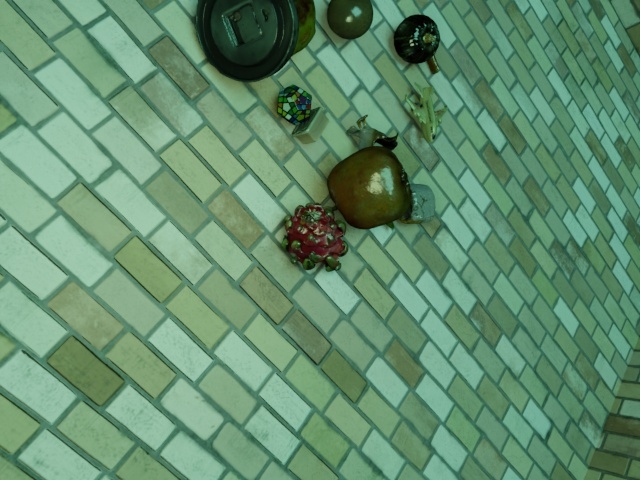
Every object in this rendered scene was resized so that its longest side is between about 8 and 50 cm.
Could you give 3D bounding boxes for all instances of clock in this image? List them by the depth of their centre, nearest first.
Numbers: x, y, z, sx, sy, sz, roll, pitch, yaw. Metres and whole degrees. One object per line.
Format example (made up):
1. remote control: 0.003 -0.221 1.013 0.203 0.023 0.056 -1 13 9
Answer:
1. clock: -0.220 -0.642 1.552 0.324 0.325 0.067 63 27 -9

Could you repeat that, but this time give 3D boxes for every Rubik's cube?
1. Rubik's cube: -0.086 -0.449 1.719 0.133 0.133 0.111 30 94 -25

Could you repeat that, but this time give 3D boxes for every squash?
1. squash: 0.379 -0.791 2.034 0.194 0.156 0.193 -2 99 -12

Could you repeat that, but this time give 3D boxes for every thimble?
1. thimble: 0.357 -0.138 1.945 0.118 0.127 0.151 -3 91 -31

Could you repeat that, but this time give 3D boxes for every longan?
1. longan: 0.107 -0.812 1.857 0.168 0.167 0.187 18 76 -29

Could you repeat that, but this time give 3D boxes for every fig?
1. fig: -0.143 -0.731 1.668 0.240 0.239 0.271 -34 71 -31

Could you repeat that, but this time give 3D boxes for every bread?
1. bread: 0.466 -0.733 2.144 0.036 0.047 0.083 -25 96 -1

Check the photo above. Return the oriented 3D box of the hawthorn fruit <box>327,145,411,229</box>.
1. hawthorn fruit: 0.144 -0.167 1.724 0.301 0.268 0.267 -22 97 11

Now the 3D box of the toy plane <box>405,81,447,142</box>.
1. toy plane: 0.421 -0.502 2.056 0.229 0.092 0.244 5 82 -34

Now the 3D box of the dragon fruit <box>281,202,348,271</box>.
1. dragon fruit: 0.002 -0.003 1.667 0.273 0.198 0.218 22 64 -29

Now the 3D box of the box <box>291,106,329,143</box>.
1. box: -0.030 -0.388 1.764 0.062 0.089 0.122 43 64 -32

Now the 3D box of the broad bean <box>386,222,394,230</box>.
1. broad bean: 0.174 -0.145 1.882 0.297 0.043 0.060 51 52 -15

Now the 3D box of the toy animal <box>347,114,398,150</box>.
1. toy animal: 0.181 -0.363 1.829 0.273 0.197 0.160 -39 94 -35
